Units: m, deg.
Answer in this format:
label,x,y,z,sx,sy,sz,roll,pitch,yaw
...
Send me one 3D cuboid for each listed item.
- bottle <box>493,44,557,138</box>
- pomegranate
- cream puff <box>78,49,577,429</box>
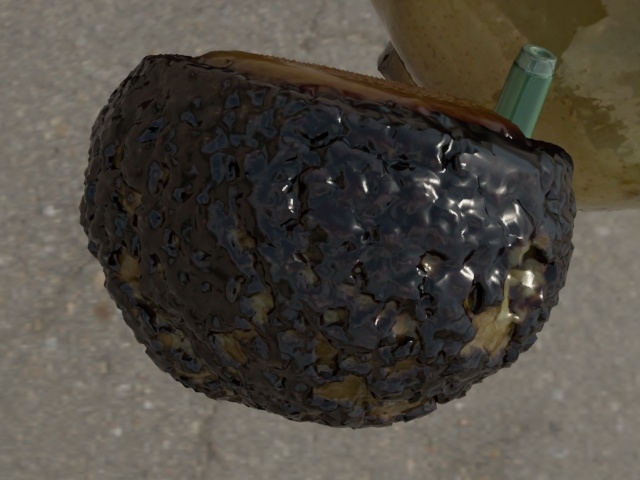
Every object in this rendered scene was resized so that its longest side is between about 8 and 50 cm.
label,x,y,z,sx,sy,sz,roll,pitch,yaw
bottle,0.132,-0.088,1.030,0.030,0.030,0.083,-7,127,-40
pomegranate,0.207,-0.219,1.232,0.417,0.417,0.416,5,82,-40
cream puff,0.000,0.000,0.733,0.239,0.239,0.164,9,97,-39
